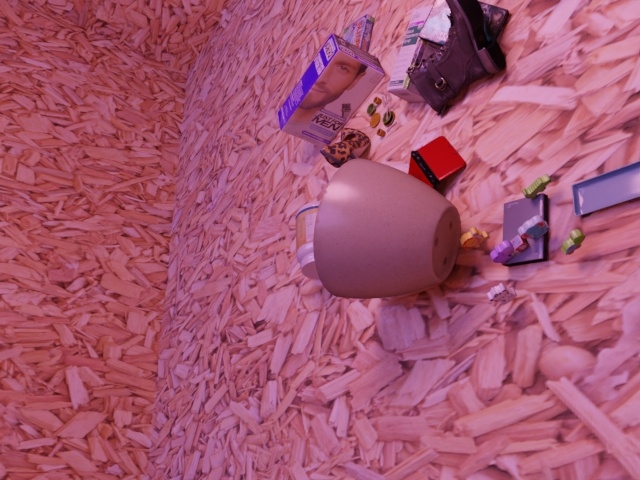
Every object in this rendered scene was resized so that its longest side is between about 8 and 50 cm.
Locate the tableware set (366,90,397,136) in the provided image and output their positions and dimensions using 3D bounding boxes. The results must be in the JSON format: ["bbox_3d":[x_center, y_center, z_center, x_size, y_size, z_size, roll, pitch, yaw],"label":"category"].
[{"bbox_3d":[0.177,-0.375,1.646,0.104,0.024,0.154,-43,42,40],"label":"tableware set"}]

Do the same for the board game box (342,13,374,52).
[{"bbox_3d":[0.114,-0.652,1.877,0.136,0.035,0.201,-7,69,57],"label":"board game box"}]

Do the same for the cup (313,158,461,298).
[{"bbox_3d":[0.174,-0.011,1.234,0.237,0.331,0.330,10,83,32],"label":"cup"}]

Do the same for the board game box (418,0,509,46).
[{"bbox_3d":[0.351,-0.534,1.359,0.186,0.026,0.126,30,103,26],"label":"board game box"}]

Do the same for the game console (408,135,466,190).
[{"bbox_3d":[0.288,-0.173,1.376,0.144,0.085,0.124,-111,17,-47],"label":"game console"}]

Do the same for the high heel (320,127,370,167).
[{"bbox_3d":[0.057,-0.294,1.636,0.093,0.186,0.261,-55,35,27],"label":"high heel"}]

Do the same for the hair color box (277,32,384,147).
[{"bbox_3d":[0.026,-0.473,1.781,0.339,0.185,0.110,-49,38,34],"label":"hair color box"}]

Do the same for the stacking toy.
[{"bbox_3d":[0.380,-0.002,1.058,0.221,0.052,0.166,-48,39,34],"label":"stacking toy"}]

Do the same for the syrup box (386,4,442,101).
[{"bbox_3d":[0.275,-0.502,1.485,0.093,0.096,0.236,22,95,59],"label":"syrup box"}]

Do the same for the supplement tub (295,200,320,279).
[{"bbox_3d":[0.000,0.000,1.618,0.144,0.145,0.199,-38,45,43],"label":"supplement tub"}]

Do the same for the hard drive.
[{"bbox_3d":[0.408,-0.020,1.096,0.094,0.022,0.135,-17,60,54],"label":"hard drive"}]

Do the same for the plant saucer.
[{"bbox_3d":[0.529,-0.097,0.948,0.192,0.018,0.067,-25,54,52],"label":"plant saucer"}]

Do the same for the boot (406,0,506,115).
[{"bbox_3d":[0.296,-0.455,1.329,0.229,0.091,0.262,-22,100,48],"label":"boot"}]
